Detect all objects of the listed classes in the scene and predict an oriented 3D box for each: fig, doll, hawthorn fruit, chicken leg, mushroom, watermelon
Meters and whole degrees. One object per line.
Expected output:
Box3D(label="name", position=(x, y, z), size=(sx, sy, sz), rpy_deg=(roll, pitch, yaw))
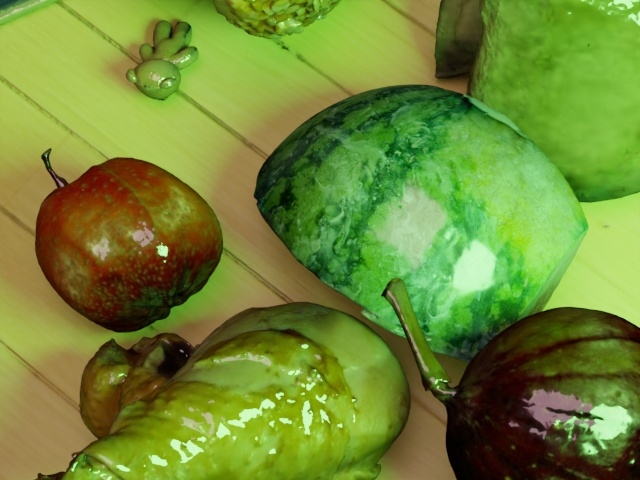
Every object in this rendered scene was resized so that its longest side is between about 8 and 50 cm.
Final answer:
Box3D(label="fig", position=(0.168, 0.148, 1.404), size=(0.186, 0.249, 0.203), rpy_deg=(39, 112, 55))
Box3D(label="doll", position=(-0.151, -0.179, 1.691), size=(0.061, 0.051, 0.093), rpy_deg=(5, 71, 14))
Box3D(label="hawthorn fruit", position=(-0.190, -0.011, 1.584), size=(0.157, 0.157, 0.194), rpy_deg=(-43, 76, -9))
Box3D(label="chicken leg", position=(-0.131, 0.166, 1.471), size=(0.295, 0.182, 0.409), rpy_deg=(15, 29, 37))
Box3D(label="mushroom", position=(0.237, -0.161, 1.563), size=(0.292, 0.217, 0.212), rpy_deg=(16, 75, 10))
Box3D(label="watermelon", position=(0.069, -0.026, 1.560), size=(0.305, 0.180, 0.224), rpy_deg=(34, 67, 18))

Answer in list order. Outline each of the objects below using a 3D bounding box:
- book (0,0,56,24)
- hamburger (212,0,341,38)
Box3D(label="book", position=(-0.375, -0.357, 1.788), size=(0.228, 0.018, 0.322), rpy_deg=(-23, 71, -4))
Box3D(label="hamburger", position=(-0.055, -0.359, 1.603), size=(0.250, 0.330, 0.330), rpy_deg=(20, 74, 16))
